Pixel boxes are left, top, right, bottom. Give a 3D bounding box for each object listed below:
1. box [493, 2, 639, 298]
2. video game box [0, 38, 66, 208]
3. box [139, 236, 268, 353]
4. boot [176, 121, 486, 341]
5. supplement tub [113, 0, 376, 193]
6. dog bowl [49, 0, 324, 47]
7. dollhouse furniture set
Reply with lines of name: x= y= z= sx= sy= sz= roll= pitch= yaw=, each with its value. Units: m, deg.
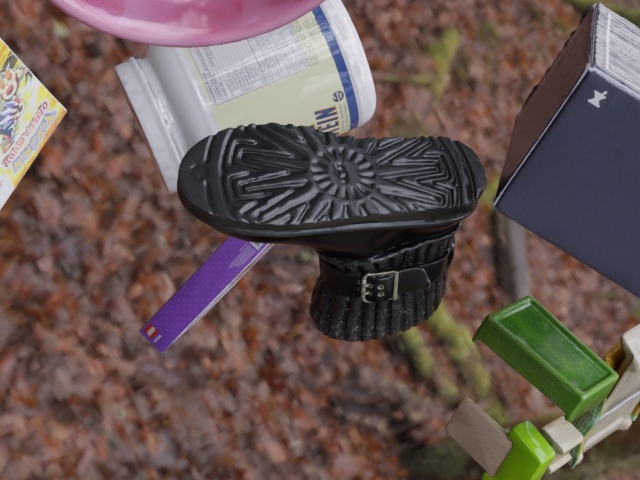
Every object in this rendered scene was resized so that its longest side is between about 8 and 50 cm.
box: x=0.354 y=-0.072 z=1.343 sx=0.296 sy=0.183 sz=0.294 roll=32 pitch=24 yaw=0
video game box: x=-0.304 y=-0.063 z=1.042 sx=0.048 sy=0.205 sz=0.187 roll=30 pitch=-8 yaw=12
box: x=-0.154 y=0.044 z=2.114 sx=0.057 sy=0.293 sz=0.201 roll=45 pitch=21 yaw=1
boot: x=0.001 y=0.004 z=1.456 sx=0.260 sy=0.347 sz=0.131 roll=110 pitch=-20 yaw=-53
supplement tub: x=-0.108 y=-0.220 z=1.858 sx=0.235 sy=0.324 sz=0.235 roll=156 pitch=-90 yaw=-83
dog bowl: x=-0.116 y=-0.340 z=1.157 sx=0.408 sy=0.408 sz=0.150 roll=42 pitch=31 yaw=-48
dollhouse furniture set: x=0.307 y=0.171 z=1.633 sx=0.151 sy=0.198 sz=0.301 roll=42 pitch=38 yaw=25
